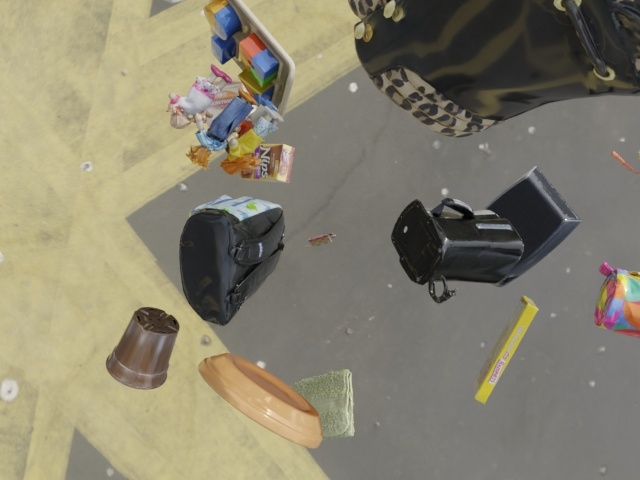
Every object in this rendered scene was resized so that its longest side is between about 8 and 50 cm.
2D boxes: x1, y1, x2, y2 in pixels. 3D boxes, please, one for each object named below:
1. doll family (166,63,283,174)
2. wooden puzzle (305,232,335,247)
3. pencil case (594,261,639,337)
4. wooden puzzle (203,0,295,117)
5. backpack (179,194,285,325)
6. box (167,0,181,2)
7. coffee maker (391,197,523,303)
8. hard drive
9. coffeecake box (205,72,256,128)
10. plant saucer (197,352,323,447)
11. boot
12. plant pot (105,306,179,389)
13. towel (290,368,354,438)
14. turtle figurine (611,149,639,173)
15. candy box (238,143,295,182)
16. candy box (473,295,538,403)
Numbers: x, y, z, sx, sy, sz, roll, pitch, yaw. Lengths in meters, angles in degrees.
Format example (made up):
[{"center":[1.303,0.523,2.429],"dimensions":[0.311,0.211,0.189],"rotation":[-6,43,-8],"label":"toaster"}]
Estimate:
[{"center":[-0.172,-0.204,1.168],"dimensions":[0.163,0.118,0.263],"rotation":[-46,153,14],"label":"doll family"},{"center":[0.000,0.000,1.542],"dimensions":[0.049,0.083,0.006],"rotation":[52,24,-62],"label":"wooden puzzle"},{"center":[0.533,0.107,0.914],"dimensions":[0.104,0.237,0.104],"rotation":[16,90,-76],"label":"pencil case"},{"center":[-0.197,-0.476,1.546],"dimensions":[0.081,0.322,0.347],"rotation":[-35,88,-11],"label":"wooden puzzle"},{"center":[-0.216,0.011,1.576],"dimensions":[0.356,0.274,0.289],"rotation":[-29,128,-54],"label":"backpack"},{"center":[-0.222,-0.522,0.879],"dimensions":[0.121,0.148,0.311],"rotation":[-32,141,-36],"label":"box"},{"center":[0.225,0.024,0.990],"dimensions":[0.178,0.120,0.171],"rotation":[3,68,-30],"label":"coffee maker"},{"center":[0.424,-0.022,1.359],"dimensions":[0.054,0.254,0.172],"rotation":[-11,61,-40],"label":"hard drive"},{"center":[-0.269,-0.385,1.814],"dimensions":[0.068,0.143,0.185],"rotation":[-86,165,-47],"label":"coffeecake box"},{"center":[-0.077,0.214,0.855],"dimensions":[0.200,0.200,0.037],"rotation":[35,84,-28],"label":"plant saucer"},{"center":[0.111,-0.228,0.435],"dimensions":[0.377,0.284,0.138],"rotation":[41,68,-21],"label":"boot"},{"center":[-0.457,0.276,1.626],"dimensions":[0.167,0.167,0.165],"rotation":[16,111,-31],"label":"plant pot"},{"center":[0.000,0.273,1.009],"dimensions":[0.027,0.148,0.110],"rotation":[19,59,-38],"label":"towel"},{"center":[0.774,-0.172,1.298],"dimensions":[0.087,0.269,0.217],"rotation":[3,127,-54],"label":"turtle figurine"},{"center":[-0.164,-0.234,1.861],"dimensions":[0.053,0.187,0.109],"rotation":[11,87,-46],"label":"candy box"},{"center":[0.351,0.205,1.179],"dimensions":[0.027,0.105,0.205],"rotation":[28,100,8],"label":"candy box"}]
